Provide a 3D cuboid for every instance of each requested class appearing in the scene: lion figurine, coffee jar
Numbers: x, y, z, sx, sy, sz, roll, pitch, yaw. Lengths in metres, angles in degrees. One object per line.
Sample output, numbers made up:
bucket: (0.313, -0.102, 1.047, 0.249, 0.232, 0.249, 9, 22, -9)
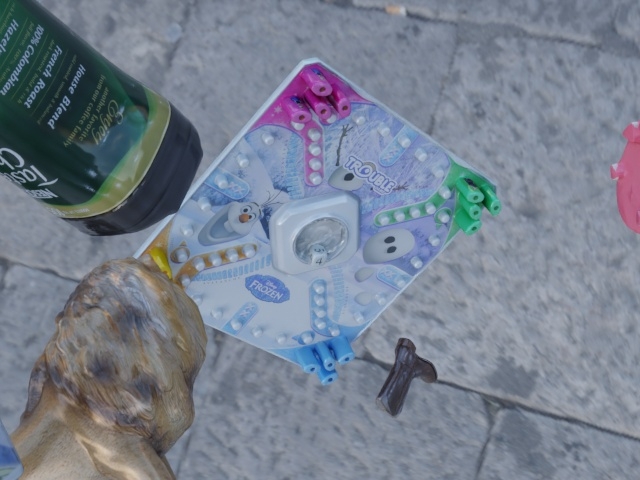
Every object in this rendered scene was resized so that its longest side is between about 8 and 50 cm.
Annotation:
lion figurine: (-0.237, 0.207, 0.963, 0.392, 0.142, 0.240, -39, 83, -6)
coffee jar: (-0.152, -0.073, 0.581, 0.096, 0.184, 0.079, -3, 58, 47)

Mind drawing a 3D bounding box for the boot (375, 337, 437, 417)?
boot: (0.120, 0.211, 1.580, 0.037, 0.106, 0.114, -10, 46, 37)

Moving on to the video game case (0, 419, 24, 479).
video game case: (-0.381, 0.140, 0.742, 0.036, 0.300, 0.329, 9, 36, 40)

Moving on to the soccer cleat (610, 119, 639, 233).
soccer cleat: (0.282, -0.091, 0.758, 0.095, 0.248, 0.083, -4, 50, -21)

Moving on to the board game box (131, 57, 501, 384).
board game box: (0.000, 0.000, 1.492, 0.390, 0.390, 0.050, -47, 40, 17)

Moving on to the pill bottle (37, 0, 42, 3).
pill bottle: (-0.495, -0.319, 1.713, 0.119, 0.119, 0.208, 51, 131, 24)
